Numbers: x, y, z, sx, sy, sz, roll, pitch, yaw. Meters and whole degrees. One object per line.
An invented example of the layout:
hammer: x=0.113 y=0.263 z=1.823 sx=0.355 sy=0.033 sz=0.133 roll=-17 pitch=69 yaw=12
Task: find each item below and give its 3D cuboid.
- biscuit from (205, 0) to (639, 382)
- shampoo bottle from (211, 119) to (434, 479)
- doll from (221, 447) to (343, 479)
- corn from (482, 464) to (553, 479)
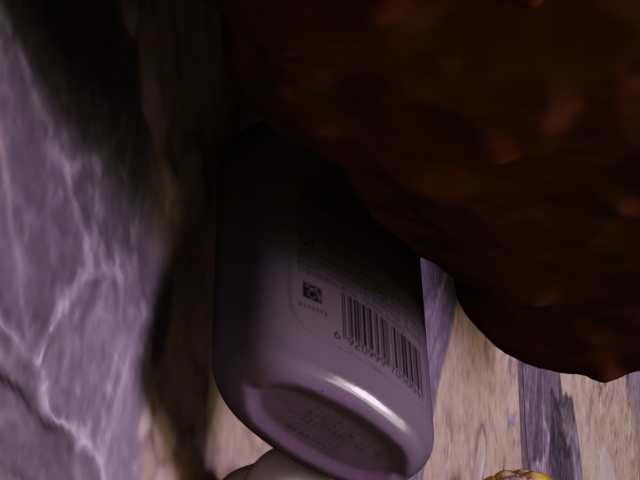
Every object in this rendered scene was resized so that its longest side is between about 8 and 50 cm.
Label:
biscuit: x=0.055 y=-0.168 z=0.551 sx=0.395 sy=0.166 sz=0.343 roll=53 pitch=34 yaw=-54
shampoo bottle: x=0.000 y=0.000 z=0.610 sx=0.080 sy=0.040 sz=0.165 roll=33 pitch=34 yaw=-28
doll: x=-0.011 y=0.137 z=0.572 sx=0.106 sy=0.062 sz=0.162 roll=77 pitch=18 yaw=-51
corn: x=0.110 y=0.194 z=1.001 sx=0.067 sy=0.067 sz=0.206 roll=-75 pitch=162 yaw=-44
